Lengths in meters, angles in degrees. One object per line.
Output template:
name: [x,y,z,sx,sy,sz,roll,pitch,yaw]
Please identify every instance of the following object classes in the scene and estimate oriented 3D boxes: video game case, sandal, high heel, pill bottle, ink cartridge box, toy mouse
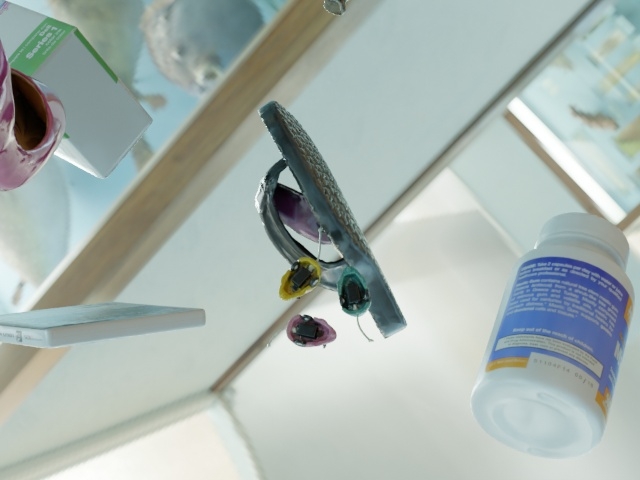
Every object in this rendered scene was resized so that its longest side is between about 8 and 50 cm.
video game case: [-0.246,0.086,1.242,0.190,0.173,0.022,-5,-87,-44]
sandal: [0.001,0.002,1.562,0.446,0.107,0.167,60,-175,-47]
high heel: [-0.178,-0.090,0.686,0.082,0.117,0.244,57,-164,4]
pill bottle: [0.279,0.101,1.386,0.152,0.152,0.272,38,-128,-16]
ink cartridge box: [-0.397,-0.222,1.653,0.278,0.117,0.201,26,162,39]
toy mouse: [0.011,0.085,1.444,0.143,0.161,0.031,33,167,21]

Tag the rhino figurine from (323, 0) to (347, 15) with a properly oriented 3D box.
rhino figurine: [0.013,-0.360,1.250,0.243,0.073,0.106,65,-142,-46]
